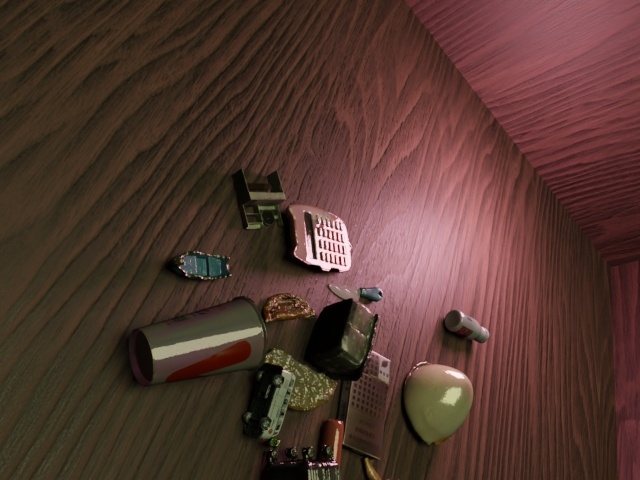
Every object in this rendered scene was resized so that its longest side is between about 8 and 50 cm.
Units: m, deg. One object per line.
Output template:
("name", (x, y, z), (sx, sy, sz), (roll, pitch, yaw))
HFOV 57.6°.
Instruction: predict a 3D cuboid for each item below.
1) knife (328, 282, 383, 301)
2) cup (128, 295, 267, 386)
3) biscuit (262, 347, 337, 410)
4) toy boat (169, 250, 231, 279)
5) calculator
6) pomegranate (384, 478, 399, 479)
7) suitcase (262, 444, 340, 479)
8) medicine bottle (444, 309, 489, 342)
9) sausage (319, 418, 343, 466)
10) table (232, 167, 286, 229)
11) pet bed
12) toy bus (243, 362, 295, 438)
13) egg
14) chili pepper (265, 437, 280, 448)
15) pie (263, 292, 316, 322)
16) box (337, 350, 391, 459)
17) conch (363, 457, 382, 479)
("knife", (0.122, 0.181, 1.986), (0.244, 0.032, 0.058), (8, 77, -40))
("cup", (-0.300, 0.253, 1.409), (0.288, 0.203, 0.203), (-6, 78, -41))
("biscuit", (-0.071, 0.416, 1.673), (0.290, 0.038, 0.141), (36, 51, -29))
("toy boat", (-0.316, 0.064, 1.533), (0.185, 0.077, 0.075), (10, 68, -44))
("calculator", (0.000, 0.000, 1.909), (0.330, 0.048, 0.220), (14, 62, -49))
("pomegranate", (0.154, 0.785, 1.597), (0.285, 0.285, 0.341), (63, 25, -6))
("suitcase", (-0.041, 0.685, 1.469), (0.128, 0.202, 0.312), (14, 64, -42))
("medicine bottle", (0.598, 0.355, 2.361), (0.217, 0.090, 0.090), (30, 54, -36))
("sausage", (0.032, 0.596, 1.688), (0.062, 0.062, 0.154), (32, 53, -34))
("table", (-0.179, -0.127, 1.771), (0.146, 0.062, 0.175), (-5, 75, -47))
("pet bed", (0.083, 0.305, 1.771), (0.159, 0.183, 0.211), (40, 48, -22))
("toy bus", (-0.133, 0.430, 1.546), (0.089, 0.087, 0.194), (32, 67, -40))
("egg", (0.428, 0.561, 2.037), (0.264, 0.174, 0.286), (54, 47, -10))
("chili pepper", (-0.126, 0.538, 1.543), (0.034, 0.091, 0.030), (-34, 77, -12))
("pie", (-0.099, 0.200, 1.739), (0.191, 0.033, 0.088), (1, 66, -40))
("box", (0.138, 0.507, 1.849), (0.180, 0.047, 0.325), (34, 53, -33))
("conch", (0.215, 0.816, 1.766), (0.109, 0.093, 0.330), (-14, 83, -41))
